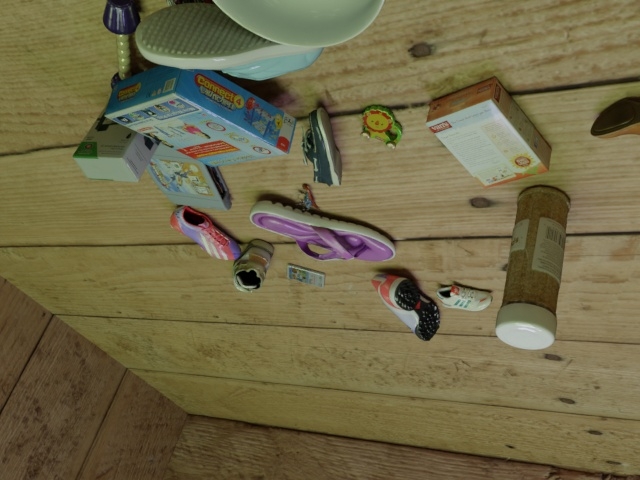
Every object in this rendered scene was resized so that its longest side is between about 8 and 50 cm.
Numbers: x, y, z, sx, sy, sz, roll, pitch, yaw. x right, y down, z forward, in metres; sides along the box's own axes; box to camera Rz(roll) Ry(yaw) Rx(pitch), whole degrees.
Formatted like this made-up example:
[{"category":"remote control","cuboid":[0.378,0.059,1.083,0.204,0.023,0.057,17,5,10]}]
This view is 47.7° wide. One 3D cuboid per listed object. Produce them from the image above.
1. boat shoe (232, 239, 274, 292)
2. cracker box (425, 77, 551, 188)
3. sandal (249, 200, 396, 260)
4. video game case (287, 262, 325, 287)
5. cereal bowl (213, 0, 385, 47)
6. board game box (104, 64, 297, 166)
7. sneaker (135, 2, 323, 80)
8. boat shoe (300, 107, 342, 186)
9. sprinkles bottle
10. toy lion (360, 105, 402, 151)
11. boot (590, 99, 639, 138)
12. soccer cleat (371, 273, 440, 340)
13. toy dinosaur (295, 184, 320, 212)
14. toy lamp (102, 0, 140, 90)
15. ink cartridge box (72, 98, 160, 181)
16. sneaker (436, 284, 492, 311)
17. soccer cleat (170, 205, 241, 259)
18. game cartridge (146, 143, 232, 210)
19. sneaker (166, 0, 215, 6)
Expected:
[{"category":"boat shoe","cuboid":[-0.230,0.105,2.297,0.113,0.103,0.302,22,150,-4]},{"category":"cracker box","cuboid":[0.347,-0.214,1.488,0.156,0.067,0.232,-14,137,42]},{"category":"sandal","cuboid":[-0.002,0.006,1.998,0.416,0.102,0.169,16,156,0]},{"category":"video game case","cuboid":[-0.046,0.112,2.298,0.122,0.011,0.087,15,150,6]},{"category":"cereal bowl","cuboid":[-0.039,-0.488,1.182,0.339,0.141,0.339,14,150,8]},{"category":"board game box","cuboid":[-0.265,-0.270,1.598,0.302,0.086,0.308,24,163,-40]},{"category":"sneaker","cuboid":[-0.160,-0.349,1.359,0.366,0.135,0.150,-6,154,-18]},{"category":"boat shoe","cuboid":[-0.003,-0.211,1.670,0.079,0.095,0.254,-1,155,11]},{"category":"sprinkles bottle","cuboid":[0.465,0.055,1.572,0.121,0.355,0.121,14,150,8]},{"category":"toy lion","cuboid":[0.135,-0.251,1.587,0.100,0.034,0.096,22,142,-6]},{"category":"boot","cuboid":[0.624,-0.203,1.350,0.152,0.073,0.197,32,150,-29]},{"category":"soccer cleat","cuboid":[0.265,0.198,2.197,0.116,0.108,0.318,22,162,43]},{"category":"toy dinosaur","cuboid":[-0.033,-0.116,1.912,0.090,0.047,0.082,-5,150,-27]},{"category":"toy lamp","cuboid":[-0.425,-0.424,1.571,0.080,0.080,0.274,19,152,-1]},{"category":"ink cartridge box","cuboid":[-0.476,-0.248,1.756,0.153,0.208,0.087,4,144,23]},{"category":"sneaker","cuboid":[0.407,0.160,2.076,0.161,0.057,0.075,0,151,34]},{"category":"soccer cleat","cuboid":[-0.337,-0.021,2.181,0.248,0.083,0.095,34,142,-19]},{"category":"game cartridge","cuboid":[-0.370,-0.188,1.950,0.198,0.062,0.297,4,147,16]},{"category":"sneaker","cuboid":[-0.246,-0.463,1.370,0.121,0.112,0.299,-4,142,34]}]
